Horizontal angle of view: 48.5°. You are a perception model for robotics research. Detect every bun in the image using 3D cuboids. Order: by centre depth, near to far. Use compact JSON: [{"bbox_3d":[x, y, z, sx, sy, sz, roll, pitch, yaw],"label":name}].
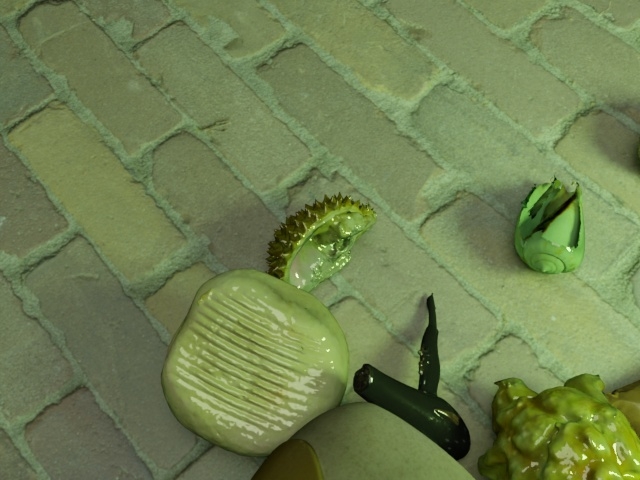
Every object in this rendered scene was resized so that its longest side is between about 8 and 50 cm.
[{"bbox_3d":[-0.126,0.230,1.365,0.361,0.213,0.360,0,84,4],"label":"bun"}]

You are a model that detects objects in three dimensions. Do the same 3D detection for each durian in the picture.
[{"bbox_3d":[0.000,0.000,1.489,0.306,0.172,0.166,-41,95,-21],"label":"durian"}]

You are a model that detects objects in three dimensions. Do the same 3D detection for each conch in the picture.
[{"bbox_3d":[0.477,-0.041,1.478,0.144,0.137,0.250,8,68,7],"label":"conch"}]

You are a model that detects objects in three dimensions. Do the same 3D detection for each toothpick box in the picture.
[{"bbox_3d":[0.046,0.511,1.122,0.409,0.409,0.425,37,72,17],"label":"toothpick box"}]

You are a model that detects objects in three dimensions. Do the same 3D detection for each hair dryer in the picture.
[{"bbox_3d":[0.181,0.227,1.364,0.120,0.304,0.359,-29,35,35],"label":"hair dryer"}]

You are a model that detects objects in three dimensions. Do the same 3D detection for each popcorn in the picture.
[{"bbox_3d":[0.422,0.393,1.233,0.274,0.279,0.335,-32,81,10],"label":"popcorn"}]

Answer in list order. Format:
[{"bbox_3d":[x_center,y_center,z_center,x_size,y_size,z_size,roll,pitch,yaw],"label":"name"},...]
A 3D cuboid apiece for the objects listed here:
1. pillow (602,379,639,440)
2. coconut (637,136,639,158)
[{"bbox_3d":[0.727,0.354,1.307,0.310,0.119,0.312,-27,70,-4],"label":"pillow"},{"bbox_3d":[0.785,-0.222,1.516,0.195,0.194,0.194,-1,67,3],"label":"coconut"}]
